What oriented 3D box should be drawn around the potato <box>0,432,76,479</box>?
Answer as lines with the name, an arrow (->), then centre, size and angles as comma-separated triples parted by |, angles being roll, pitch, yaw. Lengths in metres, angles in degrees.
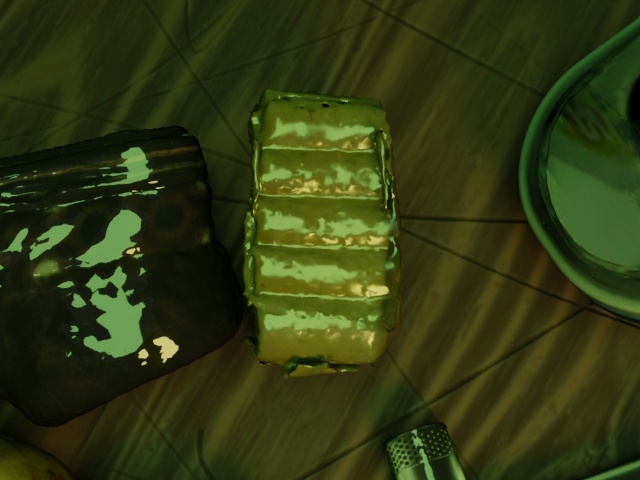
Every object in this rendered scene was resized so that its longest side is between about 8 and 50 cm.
potato -> -0.296, 0.333, 0.824 | 0.176, 0.195, 0.369 | 9, 96, 32

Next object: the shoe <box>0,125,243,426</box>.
shoe -> -0.265, 0.049, 0.894 | 0.384, 0.171, 0.237 | -13, 91, 4

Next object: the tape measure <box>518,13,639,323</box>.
tape measure -> 0.308, -0.059, 0.881 | 0.262, 0.138, 0.259 | -33, 66, 6

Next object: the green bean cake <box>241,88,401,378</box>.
green bean cake -> 0.000, 0.000, 0.867 | 0.131, 0.224, 0.229 | 1, 85, -2

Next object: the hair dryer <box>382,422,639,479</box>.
hair dryer -> 0.218, 0.299, 0.864 | 0.284, 0.156, 0.320 | -13, 74, 10
